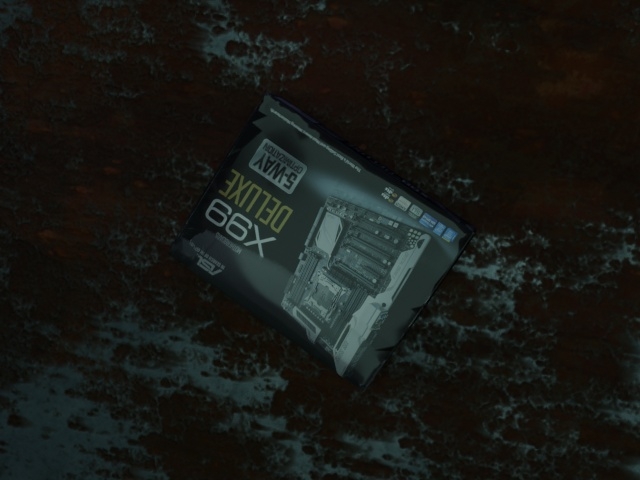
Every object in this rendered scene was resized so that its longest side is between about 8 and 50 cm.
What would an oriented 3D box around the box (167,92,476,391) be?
[{"bbox_3d":[0.000,0.000,1.233,0.307,0.076,0.242,35,101,6],"label":"box"}]
